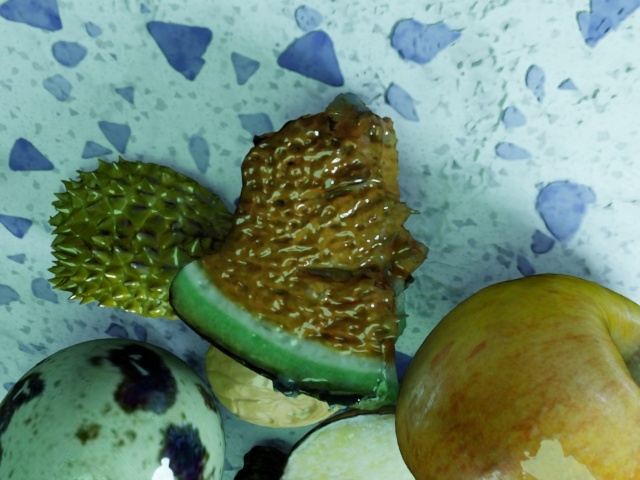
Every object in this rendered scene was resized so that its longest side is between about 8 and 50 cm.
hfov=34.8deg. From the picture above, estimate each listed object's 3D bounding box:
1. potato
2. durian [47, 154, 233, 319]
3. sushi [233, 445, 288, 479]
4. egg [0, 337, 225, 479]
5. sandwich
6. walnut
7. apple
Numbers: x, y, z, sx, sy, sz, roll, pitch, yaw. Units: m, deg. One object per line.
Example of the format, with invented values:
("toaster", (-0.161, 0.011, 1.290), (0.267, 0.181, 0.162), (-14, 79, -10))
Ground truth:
("potato", (0.099, 0.275, 1.237), (0.299, 0.116, 0.239), (15, 122, -9))
("durian", (-0.200, -0.005, 1.154), (0.260, 0.154, 0.187), (-7, 99, 15))
("sushi", (-0.064, 0.429, 1.384), (0.196, 0.182, 0.343), (20, 133, 2))
("egg", (-0.275, 0.277, 1.279), (0.287, 0.288, 0.379), (33, 142, -6))
("sandwich", (0.000, 0.000, 1.036), (0.250, 0.162, 0.301), (18, 98, 16))
("walnut", (-0.031, 0.135, 1.165), (0.206, 0.159, 0.159), (-16, 119, 25))
("apple", (0.223, 0.184, 1.010), (0.299, 0.299, 0.275), (39, 115, -12))
